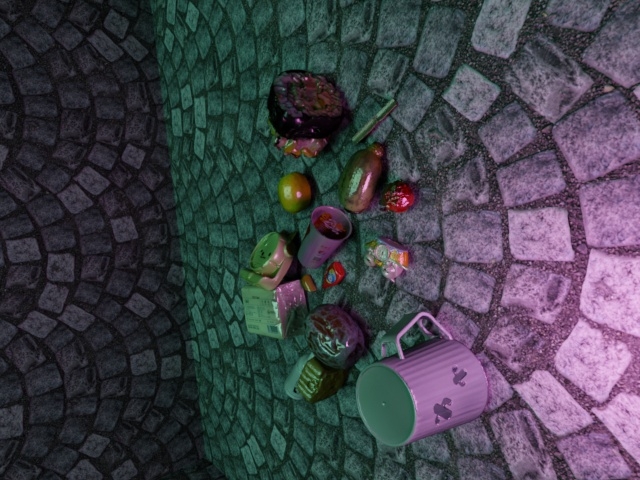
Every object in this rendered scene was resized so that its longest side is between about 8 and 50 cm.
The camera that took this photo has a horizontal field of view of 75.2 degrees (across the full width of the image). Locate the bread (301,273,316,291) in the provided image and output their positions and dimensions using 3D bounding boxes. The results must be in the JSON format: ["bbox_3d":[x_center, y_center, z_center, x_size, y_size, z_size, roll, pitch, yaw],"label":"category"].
[{"bbox_3d":[-0.064,0.230,2.146,0.062,0.049,0.103,-50,58,43],"label":"bread"}]

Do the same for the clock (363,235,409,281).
[{"bbox_3d":[0.260,0.070,1.675,0.231,0.103,0.144,35,115,40],"label":"clock"}]

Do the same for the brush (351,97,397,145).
[{"bbox_3d":[0.218,-0.474,1.671,0.248,0.036,0.043,-40,71,39],"label":"brush"}]

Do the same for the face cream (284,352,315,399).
[{"bbox_3d":[-0.067,0.673,2.162,0.145,0.145,0.369,52,135,30],"label":"face cream"}]

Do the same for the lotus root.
[{"bbox_3d":[0.165,-0.257,1.694,0.173,0.173,0.309,36,116,41],"label":"lotus root"}]

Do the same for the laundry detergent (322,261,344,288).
[{"bbox_3d":[0.051,0.176,1.995,0.165,0.049,0.097,-52,51,44],"label":"laundry detergent"}]

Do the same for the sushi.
[{"bbox_3d":[-0.092,-0.540,1.815,0.328,0.328,0.285,63,149,18],"label":"sushi"}]

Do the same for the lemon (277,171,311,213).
[{"bbox_3d":[-0.127,-0.232,2.041,0.170,0.170,0.207,4,108,50],"label":"lemon"}]

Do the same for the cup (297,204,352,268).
[{"bbox_3d":[0.000,0.000,1.926,0.203,0.203,0.288,59,143,24],"label":"cup"}]

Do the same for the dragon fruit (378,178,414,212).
[{"bbox_3d":[0.287,-0.166,1.580,0.142,0.130,0.121,-92,-7,-78],"label":"dragon fruit"}]

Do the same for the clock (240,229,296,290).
[{"bbox_3d":[-0.261,0.084,2.185,0.286,0.117,0.348,8,65,56],"label":"clock"}]

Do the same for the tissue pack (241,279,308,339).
[{"bbox_3d":[-0.252,0.367,2.277,0.380,0.207,0.297,-4,96,51],"label":"tissue pack"}]

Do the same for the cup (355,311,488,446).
[{"bbox_3d":[0.330,0.483,1.460,0.310,0.392,0.400,-54,51,34],"label":"cup"}]

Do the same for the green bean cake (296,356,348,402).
[{"bbox_3d":[0.020,0.650,1.993,0.131,0.230,0.224,39,122,38],"label":"green bean cake"}]

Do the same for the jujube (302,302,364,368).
[{"bbox_3d":[0.050,0.431,1.902,0.308,0.215,0.246,28,103,38],"label":"jujube"}]
